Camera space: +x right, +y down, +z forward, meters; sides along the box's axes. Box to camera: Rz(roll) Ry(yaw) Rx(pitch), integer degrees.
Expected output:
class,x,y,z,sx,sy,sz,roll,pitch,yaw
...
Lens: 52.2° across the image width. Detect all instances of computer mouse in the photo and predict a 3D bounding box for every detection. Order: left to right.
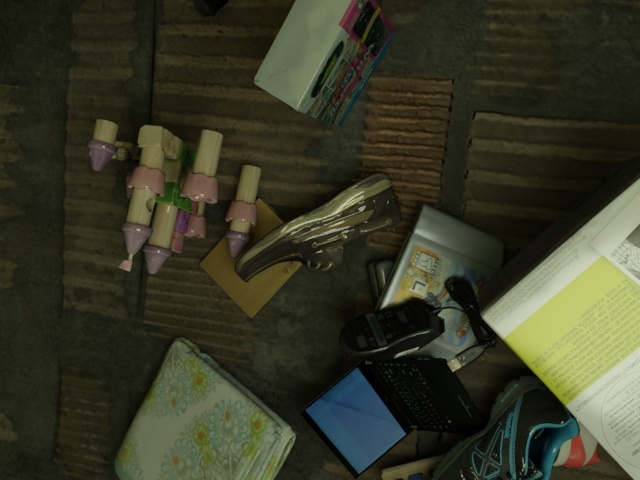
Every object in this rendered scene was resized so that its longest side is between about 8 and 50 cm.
class,x,y,z,sx,sy,sz,roll,pitch,yaw
computer mouse,0.175,0.176,1.130,0.262,0.184,0.060,-22,129,-7

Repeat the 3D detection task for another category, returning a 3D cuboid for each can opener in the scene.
class,x,y,z,sx,sy,sz,roll,pitch,yaw
can opener,0.165,0.175,1.295,0.095,0.076,0.283,-10,91,-18

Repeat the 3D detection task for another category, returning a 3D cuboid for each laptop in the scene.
class,x,y,z,sx,sy,sz,roll,pitch,yaw
laptop,0.143,0.337,1.208,0.264,0.136,0.234,-6,131,38

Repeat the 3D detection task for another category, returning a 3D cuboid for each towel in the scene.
class,x,y,z,sx,sy,sz,roll,pitch,yaw
towel,-0.248,0.423,1.325,0.374,0.090,0.320,29,91,37

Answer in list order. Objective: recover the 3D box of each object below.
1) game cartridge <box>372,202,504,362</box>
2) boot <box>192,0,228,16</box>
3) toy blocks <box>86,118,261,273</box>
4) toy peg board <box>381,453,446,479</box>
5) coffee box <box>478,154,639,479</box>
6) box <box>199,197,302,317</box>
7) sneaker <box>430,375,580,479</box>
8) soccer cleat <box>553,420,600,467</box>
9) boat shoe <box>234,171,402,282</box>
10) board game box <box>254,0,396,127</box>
class,x,y,z,sx,sy,sz,roll,pitch,yaw
game cartridge,0.221,0.103,1.230,0.198,0.062,0.297,23,88,1
boot,-0.139,-0.624,1.270,0.260,0.131,0.348,0,93,14
toy blocks,-0.302,-0.059,1.254,0.309,0.288,0.260,9,83,15
toy peg board,0.220,0.508,1.258,0.161,0.079,0.161,-20,114,14
coffee box,0.472,0.103,0.962,0.338,0.337,0.334,-44,82,11
box,-0.135,0.036,1.373,0.164,0.021,0.201,45,103,7
sneaker,0.309,0.399,1.138,0.125,0.139,0.341,30,96,-23
soccer cleat,0.482,0.260,1.205,0.116,0.108,0.318,10,90,-13
boat shoe,0.000,0.000,1.268,0.355,0.132,0.130,-30,93,7
board game box,0.019,-0.333,1.162,0.097,0.303,0.224,33,102,10
